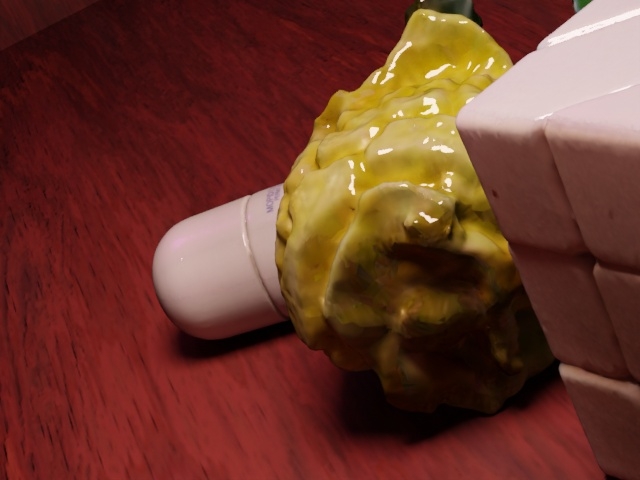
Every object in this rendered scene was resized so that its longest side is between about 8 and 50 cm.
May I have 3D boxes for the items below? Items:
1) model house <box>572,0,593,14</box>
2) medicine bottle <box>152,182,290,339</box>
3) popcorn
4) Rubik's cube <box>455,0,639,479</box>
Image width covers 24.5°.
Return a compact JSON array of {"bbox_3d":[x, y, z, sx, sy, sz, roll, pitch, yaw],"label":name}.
[{"bbox_3d":[0.384,-0.328,1.482,0.358,0.312,0.242,-26,23,2],"label":"model house"},{"bbox_3d":[0.000,0.000,1.408,0.341,0.130,0.130,-18,26,14],"label":"medicine bottle"},{"bbox_3d":[0.101,-0.004,1.194,0.293,0.293,0.237,-22,23,8],"label":"popcorn"},{"bbox_3d":[0.336,-0.021,0.933,0.322,0.315,0.319,-40,29,-25],"label":"Rubik's cube"}]
